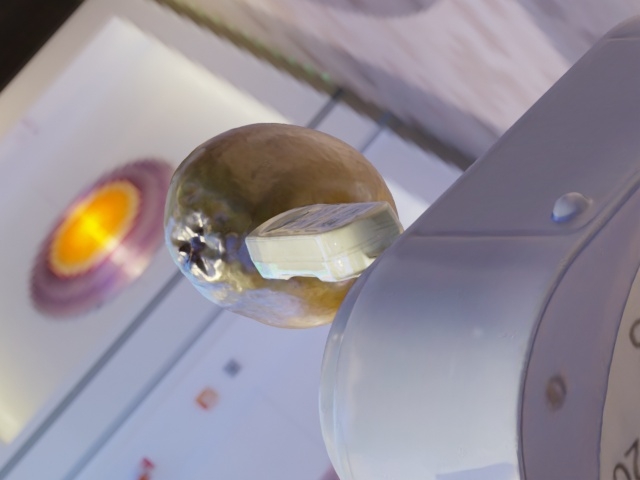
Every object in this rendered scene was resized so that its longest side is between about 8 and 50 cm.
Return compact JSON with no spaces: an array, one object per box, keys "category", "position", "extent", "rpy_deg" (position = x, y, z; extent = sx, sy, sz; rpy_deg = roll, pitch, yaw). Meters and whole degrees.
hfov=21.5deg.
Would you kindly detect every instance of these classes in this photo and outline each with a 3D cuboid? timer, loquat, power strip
[{"category":"timer","position":[0.207,0.095,0.845],"extent":[0.173,0.395,0.395],"rpy_deg":[-1,144,47]},{"category":"loquat","position":[-0.034,-0.015,1.494],"extent":[0.227,0.179,0.179],"rpy_deg":[21,-170,-42]},{"category":"power strip","position":[0.000,0.000,0.920],"extent":[0.030,0.047,0.191],"rpy_deg":[65,164,-8]}]
